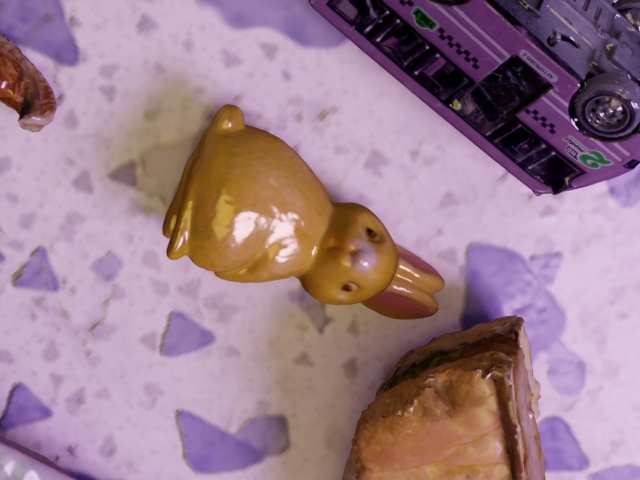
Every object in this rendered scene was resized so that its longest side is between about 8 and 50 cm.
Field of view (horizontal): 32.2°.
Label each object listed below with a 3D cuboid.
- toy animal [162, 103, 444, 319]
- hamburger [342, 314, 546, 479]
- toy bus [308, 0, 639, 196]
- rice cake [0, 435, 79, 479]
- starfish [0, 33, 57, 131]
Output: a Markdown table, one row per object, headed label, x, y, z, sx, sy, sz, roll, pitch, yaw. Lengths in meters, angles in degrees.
| label | x | y | z | sx | sy | sz | roll | pitch | yaw |
| --- | --- | --- | --- | --- | --- | --- | --- | --- | --- |
| toy animal | 0.002 | -0.002 | 0.584 | 0.159 | 0.070 | 0.083 | 25 | 99 | -14 |
| hamburger | 0.078 | 0.176 | 0.613 | 0.131 | 0.124 | 0.262 | -8 | 100 | 17 |
| toy bus | 0.088 | -0.103 | 0.547 | 0.178 | 0.087 | 0.098 | 38 | 138 | -11 |
| rice cake | -0.205 | 0.113 | 0.578 | 0.290 | 0.081 | 0.051 | 32 | 57 | -24 |
| starfish | -0.265 | -0.080 | 0.481 | 0.312 | 0.113 | 0.303 | 19 | 133 | -34 |
